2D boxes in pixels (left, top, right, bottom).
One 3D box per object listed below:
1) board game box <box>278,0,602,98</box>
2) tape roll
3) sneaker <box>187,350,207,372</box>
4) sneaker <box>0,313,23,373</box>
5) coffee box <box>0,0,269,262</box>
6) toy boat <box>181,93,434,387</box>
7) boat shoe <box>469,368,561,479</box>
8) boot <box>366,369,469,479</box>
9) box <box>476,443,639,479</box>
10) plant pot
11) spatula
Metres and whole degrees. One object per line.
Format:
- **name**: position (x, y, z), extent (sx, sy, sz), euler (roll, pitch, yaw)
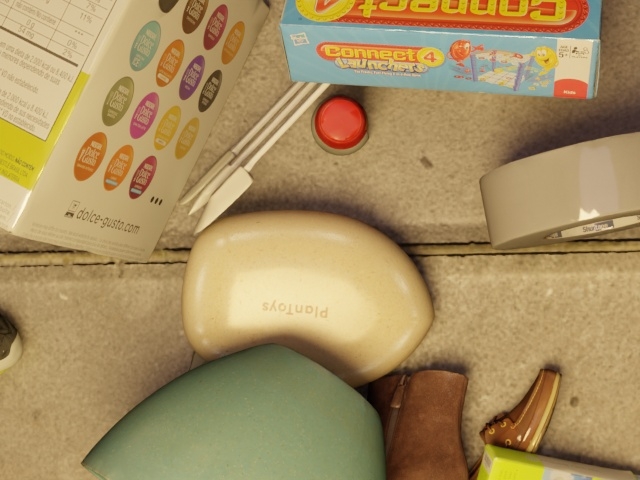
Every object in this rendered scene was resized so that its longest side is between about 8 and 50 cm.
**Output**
- **board game box**: position (0.137, -0.295, 1.213), extent (0.308, 0.086, 0.302), euler (4, 58, 11)
- **tape roll**: position (0.269, -0.047, 1.165), extent (0.219, 0.219, 0.072), euler (-13, 83, 10)
- **sneaker**: position (-0.162, 0.241, 1.296), extent (0.108, 0.100, 0.271), euler (33, 86, 21)
- **sneaker**: position (-0.513, 0.184, 1.360), extent (0.384, 0.145, 0.147), euler (-18, 113, 7)
- **coffee box**: position (-0.304, -0.208, 1.228), extent (0.338, 0.337, 0.334), euler (27, 91, 13)
- **toy boat**: position (0.000, 0.000, 1.260), extent (0.267, 0.148, 0.318), euler (11, 93, 0)
- **boat shoe**: position (0.195, 0.210, 1.238), extent (0.060, 0.064, 0.178), euler (27, 93, 10)
- **boot**: position (0.052, 0.251, 1.258), extent (0.248, 0.090, 0.207), euler (-14, 58, 35)
- **box**: position (0.241, 0.276, 1.197), extent (0.178, 0.042, 0.109), euler (12, 102, -8)
- **plant pot**: position (-0.051, 0.213, 1.120), extent (0.290, 0.290, 0.195), euler (31, 73, 12)
- **spatula**: position (-0.059, -0.110, 1.273), extent (0.242, 0.168, 0.019), euler (-45, 104, 0)
